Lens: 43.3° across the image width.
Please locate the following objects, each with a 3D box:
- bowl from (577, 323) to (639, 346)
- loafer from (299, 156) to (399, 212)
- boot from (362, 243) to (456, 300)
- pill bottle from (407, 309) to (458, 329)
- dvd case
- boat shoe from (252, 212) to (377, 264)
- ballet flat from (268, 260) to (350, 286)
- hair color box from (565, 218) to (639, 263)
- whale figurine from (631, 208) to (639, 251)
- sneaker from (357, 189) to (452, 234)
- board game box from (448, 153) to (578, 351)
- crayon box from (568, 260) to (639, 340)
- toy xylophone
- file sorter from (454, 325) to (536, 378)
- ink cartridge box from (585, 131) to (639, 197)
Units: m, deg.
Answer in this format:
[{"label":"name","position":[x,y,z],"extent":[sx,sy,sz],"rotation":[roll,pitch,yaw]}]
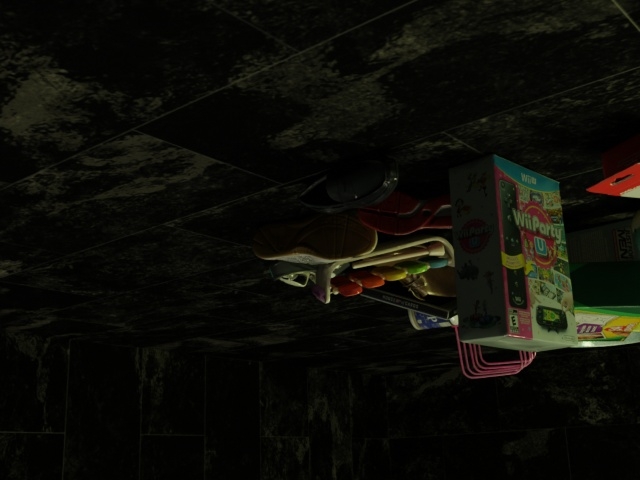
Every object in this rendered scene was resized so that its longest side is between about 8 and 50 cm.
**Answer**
[{"label":"bowl","position":[0.825,0.217,2.365],"extent":[0.289,0.156,0.289],"rotation":[-1,164,0]},{"label":"loafer","position":[0.046,-0.089,1.357],"extent":[0.078,0.076,0.223],"rotation":[0,169,-35]},{"label":"boot","position":[0.217,0.071,1.869],"extent":[0.305,0.115,0.112],"rotation":[12,161,-36]},{"label":"pill bottle","position":[0.353,0.189,2.295],"extent":[0.186,0.112,0.112],"rotation":[-12,161,30]},{"label":"dvd case","position":[0.242,0.140,2.014],"extent":[0.238,0.030,0.179],"rotation":[16,-166,28]},{"label":"boat shoe","position":[0.000,0.000,1.641],"extent":[0.276,0.098,0.096],"rotation":[-1,167,28]},{"label":"ballet flat","position":[-0.026,0.078,1.944],"extent":[0.203,0.074,0.074],"rotation":[3,163,-17]},{"label":"hair color box","position":[0.590,0.059,1.870],"extent":[0.374,0.114,0.185],"rotation":[-15,159,39]},{"label":"whale figurine","position":[0.753,-0.019,1.567],"extent":[0.271,0.141,0.216],"rotation":[-7,163,5]},{"label":"sneaker","position":[0.189,-0.046,1.513],"extent":[0.221,0.087,0.128],"rotation":[6,177,22]},{"label":"board game box","position":[0.332,0.029,1.389],"extent":[0.224,0.304,0.097],"rotation":[13,158,-43]},{"label":"crayon box","position":[0.531,0.146,1.776],"extent":[0.312,0.106,0.363],"rotation":[-3,161,11]},{"label":"toy xylophone","position":[0.136,0.053,1.670],"extent":[0.322,0.081,0.236],"rotation":[-13,-174,-2]},{"label":"file sorter","position":[0.556,0.319,2.535],"extent":[0.202,0.182,0.290],"rotation":[-10,176,23]},{"label":"ink cartridge box","position":[0.555,-0.123,1.296],"extent":[0.230,0.078,0.134],"rotation":[4,162,-20]}]
